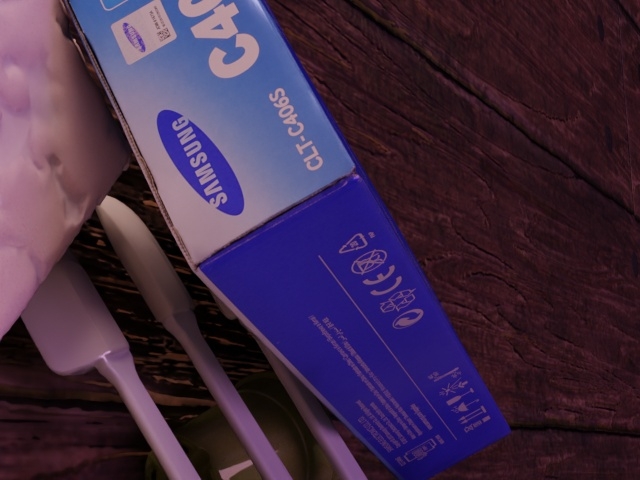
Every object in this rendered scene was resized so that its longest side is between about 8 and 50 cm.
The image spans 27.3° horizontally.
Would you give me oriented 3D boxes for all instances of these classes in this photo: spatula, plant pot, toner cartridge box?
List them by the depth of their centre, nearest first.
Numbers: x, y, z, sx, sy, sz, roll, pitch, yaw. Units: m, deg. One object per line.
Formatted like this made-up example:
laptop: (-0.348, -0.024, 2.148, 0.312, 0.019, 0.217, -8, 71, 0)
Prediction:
spatula: (-0.047, 0.077, 0.619, 0.242, 0.019, 0.168, 59, 26, 8)
toner cartridge box: (0.000, 0.000, 0.660, 0.165, 0.075, 0.348, 61, 3, 30)
plant pot: (-0.046, 0.116, 0.678, 0.079, 0.083, 0.083, -12, 95, -52)

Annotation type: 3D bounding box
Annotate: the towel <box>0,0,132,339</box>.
towel: (-0.199, -0.078, 0.415, 0.332, 0.053, 0.317, 67, 30, -30)
